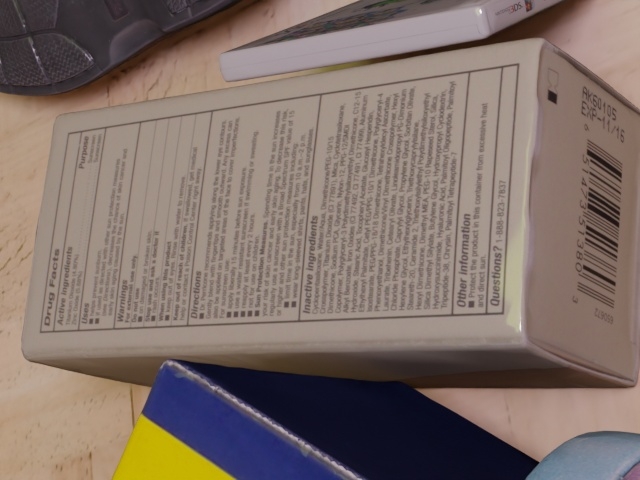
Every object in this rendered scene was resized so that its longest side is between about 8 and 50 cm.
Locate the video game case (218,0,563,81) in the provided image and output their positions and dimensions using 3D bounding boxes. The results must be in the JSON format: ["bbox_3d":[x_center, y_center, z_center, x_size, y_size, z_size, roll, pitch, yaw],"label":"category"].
[{"bbox_3d":[0.049,-0.116,0.756,0.157,0.143,0.019,-4,106,36],"label":"video game case"}]

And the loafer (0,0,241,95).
[{"bbox_3d":[-0.126,-0.164,0.946,0.302,0.095,0.109,-10,100,39],"label":"loafer"}]

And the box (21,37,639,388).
[{"bbox_3d":[0.000,0.000,0.759,0.311,0.121,0.148,-3,74,37],"label":"box"}]

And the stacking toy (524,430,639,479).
[{"bbox_3d":[0.164,0.189,0.484,0.130,0.309,0.280,-10,80,43],"label":"stacking toy"}]

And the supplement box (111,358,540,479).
[{"bbox_3d":[-0.012,0.253,0.612,0.195,0.194,0.357,29,98,32],"label":"supplement box"}]
